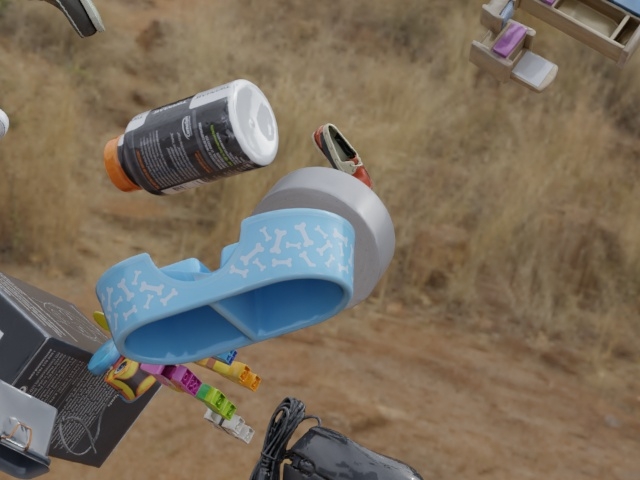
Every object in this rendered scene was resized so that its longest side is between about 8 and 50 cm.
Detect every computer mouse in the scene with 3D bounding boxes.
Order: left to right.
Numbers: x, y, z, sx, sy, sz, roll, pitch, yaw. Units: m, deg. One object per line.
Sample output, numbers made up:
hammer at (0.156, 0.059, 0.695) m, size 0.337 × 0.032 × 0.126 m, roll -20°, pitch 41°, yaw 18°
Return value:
computer mouse at (0.013, 0.318, 1.481) m, size 0.272 × 0.188 × 0.072 m, roll 14°, pitch -11°, yaw 33°

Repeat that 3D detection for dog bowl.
dog bowl at (-0.099, 0.059, 1.244) m, size 0.297 × 0.074 × 0.166 m, roll -17°, pitch -28°, yaw 13°

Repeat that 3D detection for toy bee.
toy bee at (-0.296, 0.211, 1.893) m, size 0.195 × 0.162 × 0.298 m, roll 31°, pitch 42°, yaw -36°

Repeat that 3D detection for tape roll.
tape roll at (0.000, 0.000, 1.751) m, size 0.219 × 0.219 × 0.072 m, roll 17°, pitch 34°, yaw 15°

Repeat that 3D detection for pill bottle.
pill bottle at (-0.195, -0.139, 1.664) m, size 0.246 × 0.130 × 0.130 m, roll -15°, pitch 4°, yaw 27°

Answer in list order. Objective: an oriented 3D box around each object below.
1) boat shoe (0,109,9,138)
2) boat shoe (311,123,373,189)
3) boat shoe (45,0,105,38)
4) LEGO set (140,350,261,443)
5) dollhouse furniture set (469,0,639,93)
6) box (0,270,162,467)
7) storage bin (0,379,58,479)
boat shoe at (-0.681, -0.190, 2.007) m, size 0.258 × 0.095 × 0.084 m, roll -2°, pitch 40°, yaw -5°
boat shoe at (0.042, -0.131, 1.859) m, size 0.049 × 0.137 × 0.043 m, roll -46°, pitch 12°, yaw -36°
boat shoe at (-0.339, -0.325, 1.346) m, size 0.227 × 0.069 × 0.081 m, roll 55°, pitch -5°, yaw 0°
LEGO set at (-0.147, 0.164, 1.421) m, size 0.093 × 0.087 × 0.227 m, roll 19°, pitch -21°, yaw 27°
dollhouse furniture set at (0.378, -0.384, 1.604) m, size 0.198 × 0.286 × 0.303 m, roll 33°, pitch -20°, yaw 16°
box at (-0.534, 0.223, 2.093) m, size 0.293 × 0.212 × 0.395 m, roll 35°, pitch -2°, yaw 29°
storage bin at (-0.420, 0.249, 1.548) m, size 0.135 × 0.098 × 0.091 m, roll 34°, pitch 50°, yaw -30°
